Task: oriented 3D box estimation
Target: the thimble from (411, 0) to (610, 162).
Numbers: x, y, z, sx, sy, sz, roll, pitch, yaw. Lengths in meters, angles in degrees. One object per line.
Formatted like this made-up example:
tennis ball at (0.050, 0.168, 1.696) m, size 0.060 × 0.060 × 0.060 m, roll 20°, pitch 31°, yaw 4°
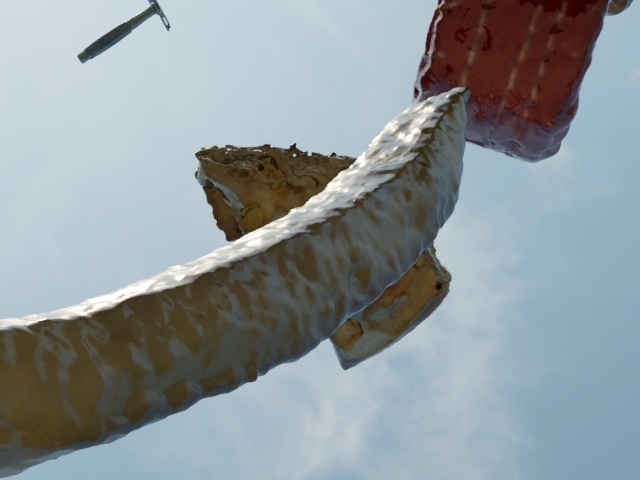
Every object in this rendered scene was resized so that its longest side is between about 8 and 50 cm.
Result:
thimble at (0.148, -0.162, 0.787) m, size 0.125 × 0.163 × 0.190 m, roll 16°, pitch -83°, yaw 4°

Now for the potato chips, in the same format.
potato chips at (-0.018, 0.006, 0.434) m, size 0.057 × 0.407 × 0.080 m, roll -28°, pitch -89°, yaw 39°

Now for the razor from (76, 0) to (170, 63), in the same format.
razor at (-0.275, -0.285, 1.405) m, size 0.135 × 0.068 × 0.040 m, roll -37°, pitch -118°, yaw -6°

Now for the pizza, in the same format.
pizza at (0.000, 0.000, 1.026) m, size 0.189 × 0.297 × 0.071 m, roll -32°, pitch -159°, yaw 21°

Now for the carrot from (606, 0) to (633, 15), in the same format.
carrot at (0.298, -0.276, 1.058) m, size 0.059 × 0.059 × 0.248 m, roll -9°, pitch -151°, yaw 14°
